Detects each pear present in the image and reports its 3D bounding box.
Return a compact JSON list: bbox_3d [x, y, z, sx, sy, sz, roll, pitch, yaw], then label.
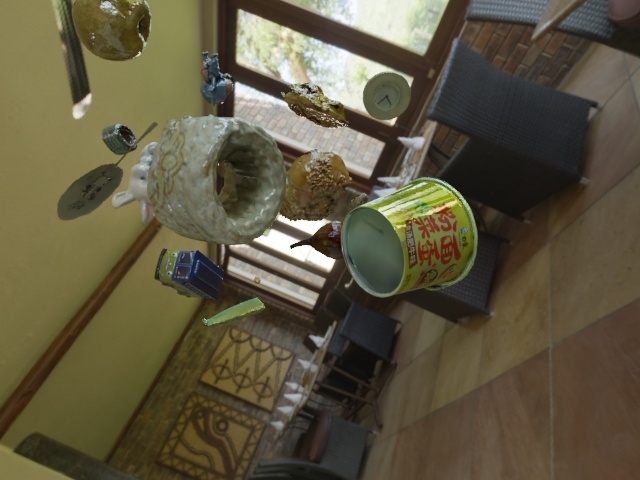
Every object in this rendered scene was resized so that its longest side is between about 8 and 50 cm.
[{"bbox_3d":[-0.654,-0.685,1.294,0.188,0.212,0.228,122,159,-76],"label":"pear"}]

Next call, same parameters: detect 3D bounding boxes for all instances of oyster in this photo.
[{"bbox_3d":[0.214,-0.220,2.289,0.146,0.045,0.122,-41,-10,25],"label":"oyster"}]

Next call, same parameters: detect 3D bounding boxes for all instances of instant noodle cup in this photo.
[{"bbox_3d":[0.209,0.007,1.059,0.222,0.311,0.311,-16,-35,-31],"label":"instant noodle cup"}]

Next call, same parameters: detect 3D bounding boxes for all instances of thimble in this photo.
[{"bbox_3d":[-0.228,-0.142,0.934,0.292,0.195,0.291,-24,-61,-54],"label":"thimble"},{"bbox_3d":[-0.879,-0.445,1.808,0.135,0.090,0.118,55,-159,-59],"label":"thimble"}]

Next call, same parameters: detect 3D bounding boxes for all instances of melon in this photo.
[{"bbox_3d":[-0.272,0.242,1.327,0.262,0.114,0.053,-13,-84,-51],"label":"melon"}]

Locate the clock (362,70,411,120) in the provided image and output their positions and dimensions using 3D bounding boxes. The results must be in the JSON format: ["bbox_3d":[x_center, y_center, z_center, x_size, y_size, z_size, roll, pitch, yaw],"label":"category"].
[{"bbox_3d":[0.322,-0.705,2.015,0.029,0.235,0.234,-90,18,-55],"label":"clock"}]

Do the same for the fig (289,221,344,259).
[{"bbox_3d":[0.013,0.026,1.973,0.290,0.190,0.190,-22,-16,-14],"label":"fig"}]

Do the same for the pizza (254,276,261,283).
[{"bbox_3d":[-0.339,0.216,2.223,0.083,0.037,0.016,36,148,61],"label":"pizza"}]

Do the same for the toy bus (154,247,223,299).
[{"bbox_3d":[-0.524,0.141,1.673,0.287,0.175,0.138,67,-152,-66],"label":"toy bus"}]

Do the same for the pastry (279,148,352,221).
[{"bbox_3d":[-0.027,-0.175,1.491,0.311,0.255,0.161,-49,50,30],"label":"pastry"}]

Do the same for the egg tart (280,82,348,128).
[{"bbox_3d":[-0.011,-0.527,1.578,0.297,0.297,0.132,-53,-12,-81],"label":"egg tart"}]

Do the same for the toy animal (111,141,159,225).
[{"bbox_3d":[-0.814,-0.265,1.935,0.241,0.196,0.367,-30,40,39],"label":"toy animal"}]

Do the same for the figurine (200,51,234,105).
[{"bbox_3d":[-0.367,-0.582,1.483,0.145,0.114,0.178,-28,-46,-32],"label":"figurine"}]

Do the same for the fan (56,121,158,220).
[{"bbox_3d":[-0.639,-0.207,1.255,0.414,0.012,0.233,-46,2,3],"label":"fan"}]
